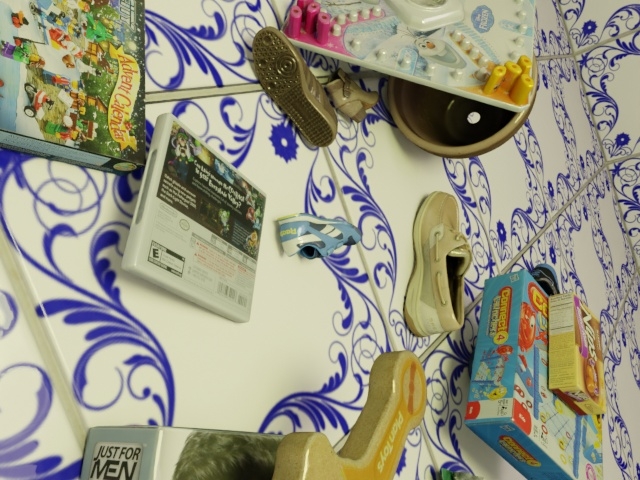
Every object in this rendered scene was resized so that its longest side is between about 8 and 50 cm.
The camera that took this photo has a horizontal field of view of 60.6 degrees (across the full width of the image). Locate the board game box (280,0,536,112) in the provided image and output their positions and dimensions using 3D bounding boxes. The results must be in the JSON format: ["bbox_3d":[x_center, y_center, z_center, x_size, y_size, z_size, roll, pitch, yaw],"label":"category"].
[{"bbox_3d":[0.173,-0.409,0.906,0.390,0.050,0.390,17,57,1],"label":"board game box"}]

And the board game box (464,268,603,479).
[{"bbox_3d":[0.397,0.264,0.987,0.308,0.086,0.302,43,47,-24],"label":"board game box"}]

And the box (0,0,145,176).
[{"bbox_3d":[-0.250,-0.192,0.529,0.159,0.044,0.233,10,71,-48],"label":"box"}]

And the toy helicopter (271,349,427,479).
[{"bbox_3d":[0.038,0.244,0.489,0.235,0.140,0.355,63,37,-19],"label":"toy helicopter"}]

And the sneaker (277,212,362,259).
[{"bbox_3d":[0.000,0.000,0.763,0.144,0.053,0.059,7,72,-40],"label":"sneaker"}]

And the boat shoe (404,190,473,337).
[{"bbox_3d":[0.228,0.031,0.987,0.109,0.098,0.302,43,49,-33],"label":"boat shoe"}]

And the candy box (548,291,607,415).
[{"bbox_3d":[0.452,0.198,0.968,0.109,0.053,0.186,40,49,-27],"label":"candy box"}]

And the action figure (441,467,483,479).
[{"bbox_3d":[0.222,0.492,0.866,0.137,0.063,0.232,33,58,-43],"label":"action figure"}]

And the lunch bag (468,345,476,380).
[{"bbox_3d":[0.390,0.288,1.101,0.176,0.090,0.219,-43,107,-45],"label":"lunch bag"}]

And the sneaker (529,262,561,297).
[{"bbox_3d":[0.592,0.177,1.400,0.090,0.081,0.232,-31,95,-47],"label":"sneaker"}]

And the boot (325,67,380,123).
[{"bbox_3d":[0.054,-0.252,0.920,0.087,0.042,0.118,49,38,-18],"label":"boot"}]

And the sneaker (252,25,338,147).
[{"bbox_3d":[-0.035,-0.225,0.798,0.188,0.066,0.071,59,25,-27],"label":"sneaker"}]

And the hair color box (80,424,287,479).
[{"bbox_3d":[-0.116,0.356,0.458,0.185,0.114,0.374,24,60,-45],"label":"hair color box"}]

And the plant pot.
[{"bbox_3d":[0.284,-0.269,1.069,0.229,0.263,0.263,15,65,-68],"label":"plant pot"}]

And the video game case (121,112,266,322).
[{"bbox_3d":[-0.127,-0.017,0.606,0.190,0.022,0.173,40,49,-53],"label":"video game case"}]
